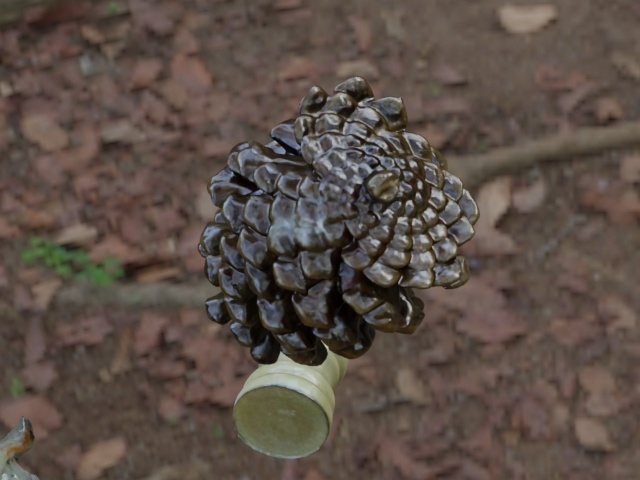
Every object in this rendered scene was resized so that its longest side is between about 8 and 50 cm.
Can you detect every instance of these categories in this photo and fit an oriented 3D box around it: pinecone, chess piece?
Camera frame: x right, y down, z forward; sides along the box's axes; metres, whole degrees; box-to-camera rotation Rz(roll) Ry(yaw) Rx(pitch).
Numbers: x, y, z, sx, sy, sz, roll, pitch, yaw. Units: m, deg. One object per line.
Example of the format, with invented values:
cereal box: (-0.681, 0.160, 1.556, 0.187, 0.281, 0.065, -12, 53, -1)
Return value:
pinecone: (-0.002, 0.000, 1.355, 0.212, 0.168, 0.186, -26, 57, 34)
chess piece: (-0.015, 0.104, 1.736, 0.090, 0.090, 0.200, 4, 37, 12)

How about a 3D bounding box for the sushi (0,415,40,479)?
sushi: (-0.237, 0.221, 1.250, 0.134, 0.109, 0.273, -5, 59, 21)
